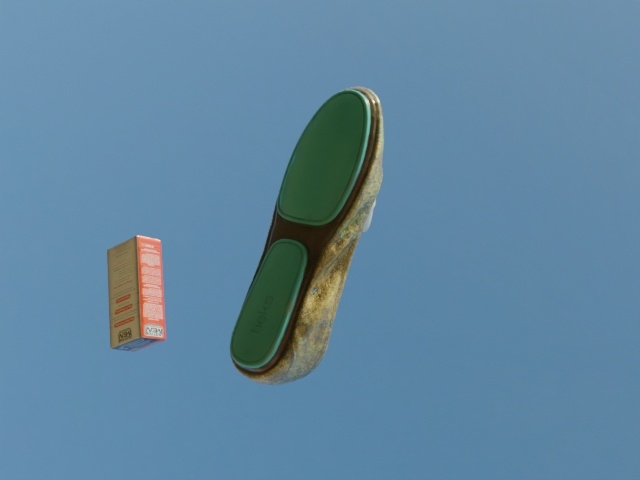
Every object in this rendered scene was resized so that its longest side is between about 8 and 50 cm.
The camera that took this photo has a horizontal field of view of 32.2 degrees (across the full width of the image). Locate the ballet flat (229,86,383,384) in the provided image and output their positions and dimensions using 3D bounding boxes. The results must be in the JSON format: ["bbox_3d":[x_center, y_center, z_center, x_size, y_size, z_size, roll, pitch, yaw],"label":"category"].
[{"bbox_3d":[0.000,0.000,1.259,0.123,0.123,0.348,19,-95,20],"label":"ballet flat"}]

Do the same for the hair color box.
[{"bbox_3d":[-0.247,0.072,1.484,0.072,0.043,0.141,-21,-115,41],"label":"hair color box"}]
